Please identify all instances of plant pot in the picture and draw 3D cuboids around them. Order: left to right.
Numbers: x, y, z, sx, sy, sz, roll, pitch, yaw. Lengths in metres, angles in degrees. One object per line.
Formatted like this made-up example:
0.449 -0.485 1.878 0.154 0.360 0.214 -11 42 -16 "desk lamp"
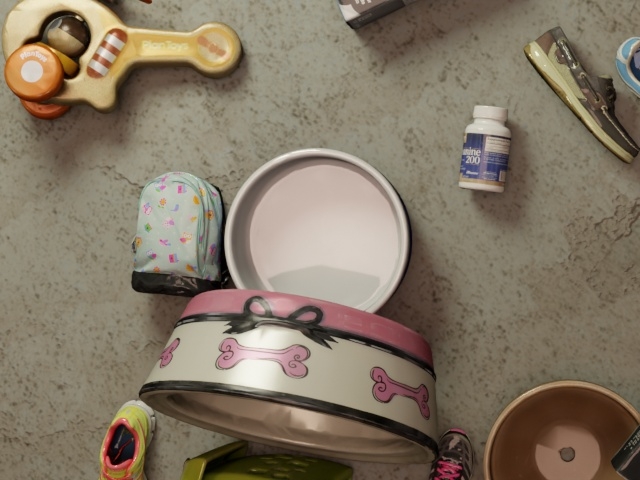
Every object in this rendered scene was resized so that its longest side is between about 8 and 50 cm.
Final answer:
-0.099 0.410 1.819 0.207 0.227 0.228 18 94 14 "plant pot"
0.348 0.309 1.801 0.237 0.110 0.237 0 91 8 "plant pot"

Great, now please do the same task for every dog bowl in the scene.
-0.029 0.185 1.729 0.408 0.408 0.150 10 73 9 "dog bowl"
0.000 0.000 1.855 0.265 0.104 0.265 0 91 9 "dog bowl"

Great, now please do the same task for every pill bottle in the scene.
0.237 -0.130 1.836 0.067 0.067 0.120 7 91 9 "pill bottle"

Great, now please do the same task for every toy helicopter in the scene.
-0.293 -0.305 1.907 0.355 0.140 0.235 2 82 -2 "toy helicopter"

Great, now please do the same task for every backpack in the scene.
-0.204 -0.009 1.883 0.152 0.115 0.182 5 89 11 "backpack"

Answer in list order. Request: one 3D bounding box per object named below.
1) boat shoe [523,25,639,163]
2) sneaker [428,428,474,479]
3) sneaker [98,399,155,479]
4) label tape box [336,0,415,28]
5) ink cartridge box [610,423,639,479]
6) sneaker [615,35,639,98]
0.381 -0.208 1.807 0.073 0.080 0.223 -42 80 12 "boat shoe"
0.180 0.357 1.845 0.063 0.075 0.170 17 93 8 "sneaker"
-0.300 0.346 1.910 0.081 0.094 0.208 5 93 7 "sneaker"
0.143 -0.484 1.829 0.334 0.106 0.240 -24 87 9 "label tape box"
0.586 0.339 1.692 0.371 0.069 0.175 36 98 -2 "ink cartridge box"
0.511 -0.198 1.783 0.237 0.086 0.085 37 98 6 "sneaker"
